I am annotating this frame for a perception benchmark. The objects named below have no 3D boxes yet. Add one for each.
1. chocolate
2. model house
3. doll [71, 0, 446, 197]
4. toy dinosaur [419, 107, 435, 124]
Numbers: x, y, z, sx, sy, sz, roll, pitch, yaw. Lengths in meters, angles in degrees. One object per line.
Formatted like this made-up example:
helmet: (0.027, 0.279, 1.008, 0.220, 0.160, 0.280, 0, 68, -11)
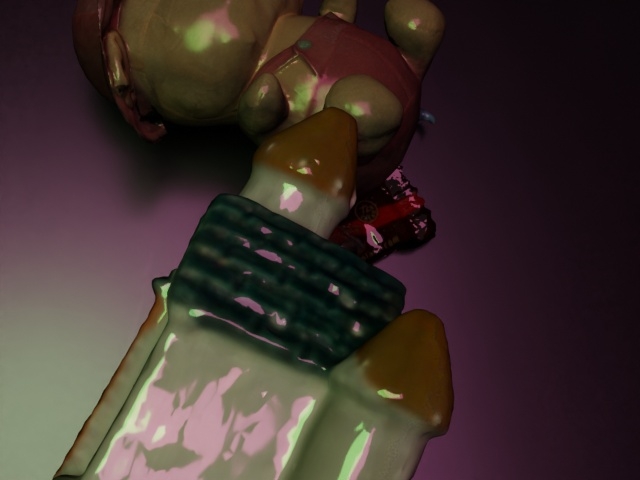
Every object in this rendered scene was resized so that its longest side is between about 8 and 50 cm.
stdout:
chocolate: (0.000, 0.000, 0.687, 0.183, 0.028, 0.086, -25, 79, -14)
model house: (-0.017, 0.077, 0.506, 0.190, 0.271, 0.300, 25, 86, -4)
doll: (-0.052, -0.130, 0.627, 0.256, 0.196, 0.152, 22, 102, 9)
toy dinosaur: (0.051, -0.111, 0.722, 0.083, 0.030, 0.047, 10, 75, -6)
